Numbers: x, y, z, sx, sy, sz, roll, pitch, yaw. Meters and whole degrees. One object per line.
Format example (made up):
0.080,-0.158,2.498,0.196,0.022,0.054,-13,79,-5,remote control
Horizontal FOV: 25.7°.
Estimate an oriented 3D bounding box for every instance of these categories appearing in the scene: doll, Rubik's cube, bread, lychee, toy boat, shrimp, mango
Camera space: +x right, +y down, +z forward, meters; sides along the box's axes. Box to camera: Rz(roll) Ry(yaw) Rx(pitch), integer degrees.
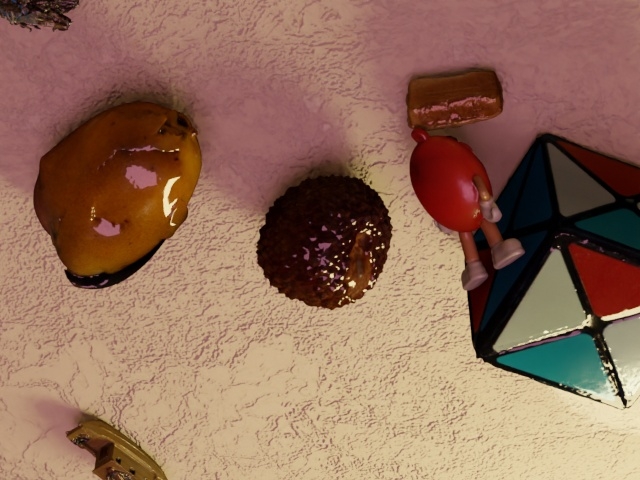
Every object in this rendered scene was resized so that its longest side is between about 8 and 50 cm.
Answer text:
0.181,-0.052,1.846,0.217,0.085,0.183,60,155,7,doll
0.356,0.041,1.895,0.250,0.246,0.248,19,124,-11,Rubik's cube
0.176,-0.184,1.845,0.132,0.074,0.053,-10,135,8,bread
0.000,0.000,1.931,0.188,0.188,0.188,1,126,1,lychee
-0.325,0.356,2.246,0.057,0.077,0.200,-33,118,24,toy boat
-0.389,-0.313,1.782,0.174,0.076,0.082,13,101,-2,shrimp
-0.276,-0.073,1.892,0.201,0.152,0.287,37,119,-25,mango
